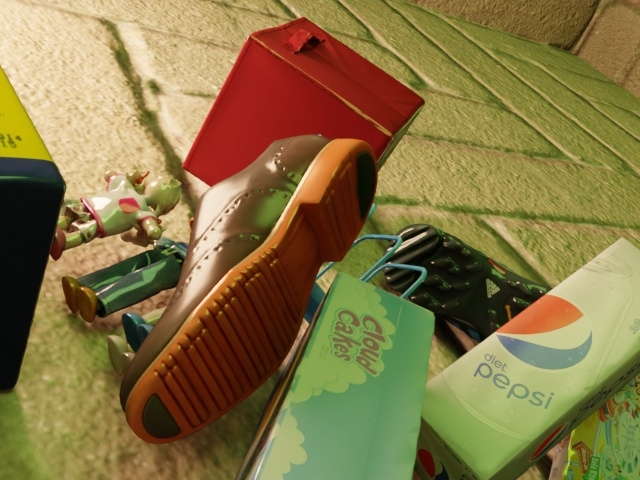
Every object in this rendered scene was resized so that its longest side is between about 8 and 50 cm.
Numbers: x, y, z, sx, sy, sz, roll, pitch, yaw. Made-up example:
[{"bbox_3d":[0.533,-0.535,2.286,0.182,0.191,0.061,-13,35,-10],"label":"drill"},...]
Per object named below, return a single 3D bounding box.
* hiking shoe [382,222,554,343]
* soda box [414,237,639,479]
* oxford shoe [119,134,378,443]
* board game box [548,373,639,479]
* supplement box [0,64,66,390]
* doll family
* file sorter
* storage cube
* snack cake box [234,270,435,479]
[{"bbox_3d":[0.210,0.076,0.819,0.304,0.113,0.132,39,10,3],"label":"hiking shoe"},{"bbox_3d":[0.204,0.117,0.642,0.286,0.098,0.091,-31,56,-23],"label":"soda box"},{"bbox_3d":[-0.060,0.022,0.516,0.098,0.097,0.271,16,50,29],"label":"oxford shoe"},{"bbox_3d":[0.291,0.185,0.705,0.103,0.026,0.154,24,64,-3],"label":"board game box"},{"bbox_3d":[-0.354,-0.067,0.530,0.194,0.195,0.356,-2,40,-40],"label":"supplement box"},{"bbox_3d":[-0.127,0.039,0.637,0.163,0.118,0.263,-22,44,-35],"label":"doll family"},{"bbox_3d":[0.000,0.000,0.673,0.170,0.104,0.118,51,-13,-13],"label":"file sorter"},{"bbox_3d":[-0.016,-0.130,0.882,0.193,0.215,0.183,35,29,3],"label":"storage cube"},{"bbox_3d":[-0.004,0.155,0.485,0.089,0.152,0.264,25,29,0],"label":"snack cake box"}]
